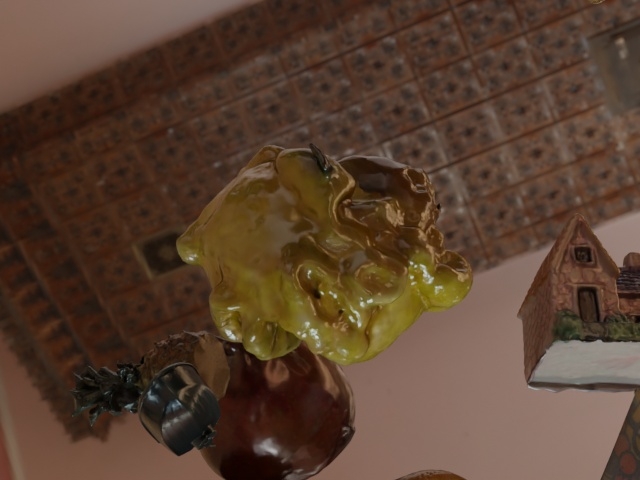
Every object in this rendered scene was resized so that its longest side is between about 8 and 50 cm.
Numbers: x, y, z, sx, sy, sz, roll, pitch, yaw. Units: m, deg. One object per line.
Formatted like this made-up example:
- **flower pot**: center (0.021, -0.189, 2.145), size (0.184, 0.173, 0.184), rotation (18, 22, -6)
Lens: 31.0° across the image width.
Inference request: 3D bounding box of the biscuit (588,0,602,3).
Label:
- **biscuit**: center (0.390, -0.424, 1.753), size (0.184, 0.027, 0.133), rotation (37, -136, -34)

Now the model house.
- **model house**: center (0.444, 0.096, 1.816), size (0.202, 0.237, 0.237), rotation (94, 176, -59)

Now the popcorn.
- **popcorn**: center (0.000, 0.000, 1.338), size (0.297, 0.316, 0.281), rotation (51, 154, 34)

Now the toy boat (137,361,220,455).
- **toy boat**: center (-0.180, 0.197, 1.408), size (0.103, 0.093, 0.246), rotation (41, 166, 15)

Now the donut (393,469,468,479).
- **donut**: center (0.146, 0.413, 1.518), size (0.114, 0.226, 0.226), rotation (-52, 50, 54)

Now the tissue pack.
- **tissue pack**: center (0.427, 0.277, 1.458), size (0.060, 0.148, 0.108), rotation (10, -164, -35)

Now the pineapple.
- **pineapple**: center (-0.266, 0.214, 1.761), size (0.128, 0.248, 0.128), rotation (48, -146, -48)

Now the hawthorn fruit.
- **hawthorn fruit**: center (-0.091, 0.285, 2.087), size (0.308, 0.308, 0.325), rotation (-86, -2, -70)
